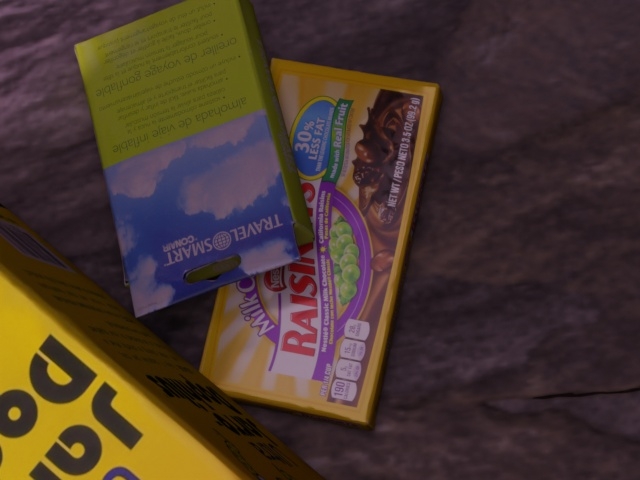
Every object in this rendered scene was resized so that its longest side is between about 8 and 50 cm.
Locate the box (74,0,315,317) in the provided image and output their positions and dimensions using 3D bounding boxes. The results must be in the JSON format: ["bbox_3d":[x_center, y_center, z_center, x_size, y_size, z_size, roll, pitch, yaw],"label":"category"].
[{"bbox_3d":[-0.072,-0.049,1.082,0.109,0.042,0.178,-20,69,14],"label":"box"}]

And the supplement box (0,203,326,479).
[{"bbox_3d":[-0.145,0.137,0.975,0.356,0.195,0.194,39,91,13],"label":"supplement box"}]

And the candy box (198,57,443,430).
[{"bbox_3d":[0.000,0.000,1.089,0.105,0.027,0.206,9,78,13],"label":"candy box"}]
